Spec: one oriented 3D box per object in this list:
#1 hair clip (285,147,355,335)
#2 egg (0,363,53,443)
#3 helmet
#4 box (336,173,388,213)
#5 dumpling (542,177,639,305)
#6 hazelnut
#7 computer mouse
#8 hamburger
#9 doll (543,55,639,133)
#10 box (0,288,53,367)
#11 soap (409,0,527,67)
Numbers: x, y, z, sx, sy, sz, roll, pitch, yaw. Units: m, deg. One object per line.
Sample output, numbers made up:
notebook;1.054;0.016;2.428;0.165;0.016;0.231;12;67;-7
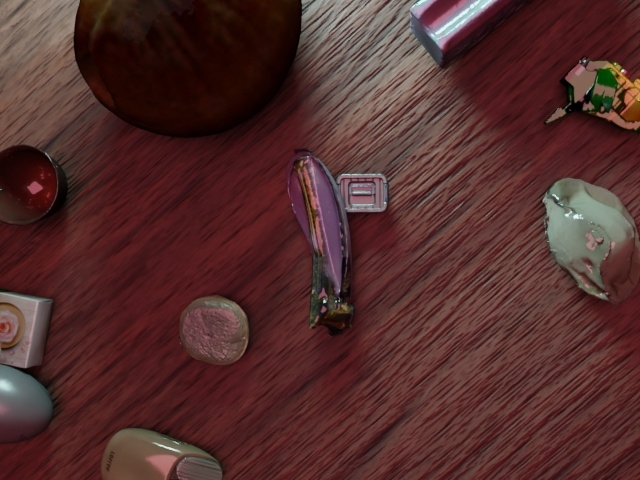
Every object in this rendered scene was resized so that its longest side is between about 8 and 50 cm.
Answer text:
hair clip;0.002;0.000;1.676;0.095;0.110;0.359;-6;85;-10
egg;-0.608;0.312;1.713;0.198;0.146;0.146;15;90;-7
helmet;-0.561;-0.100;1.738;0.175;0.106;0.155;-12;85;11
box;0.079;-0.087;1.690;0.099;0.054;0.074;0;91;7
dumpling;0.506;-0.008;1.618;0.172;0.142;0.247;-18;78;-29
hazelnut;-0.222;-0.382;1.590;0.402;0.402;0.429;40;88;6
computer mouse;-0.305;0.445;1.709;0.236;0.082;0.145;20;90;8
hamburger;-0.202;0.169;1.713;0.140;0.062;0.133;9;94;5
doll;0.512;-0.254;1.619;0.186;0.106;0.134;14;96;6
box;-0.636;0.163;1.755;0.199;0.081;0.135;10;90;4
soap;0.312;-0.453;1.604;0.324;0.193;0.109;-39;87;3
